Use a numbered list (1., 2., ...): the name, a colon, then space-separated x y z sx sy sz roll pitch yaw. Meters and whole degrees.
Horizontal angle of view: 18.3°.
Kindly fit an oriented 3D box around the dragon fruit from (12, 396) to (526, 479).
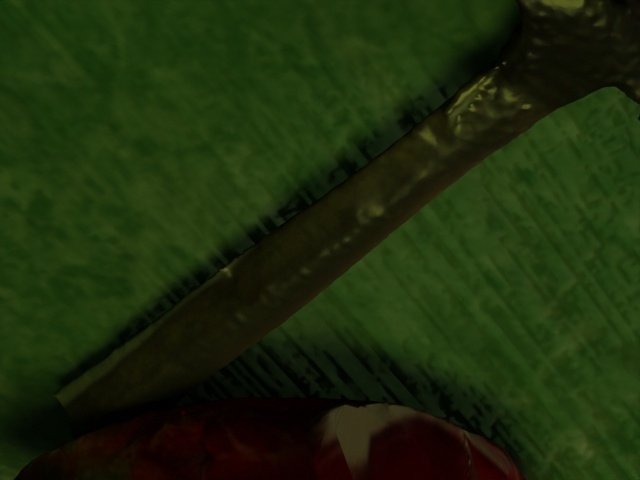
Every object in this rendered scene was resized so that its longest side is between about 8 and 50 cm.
1. dragon fruit: -0.009 0.148 0.778 0.262 0.163 0.189 14 112 -22

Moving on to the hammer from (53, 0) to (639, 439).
1. hammer: 0.000 -0.001 0.709 0.125 0.027 0.297 34 127 -28
